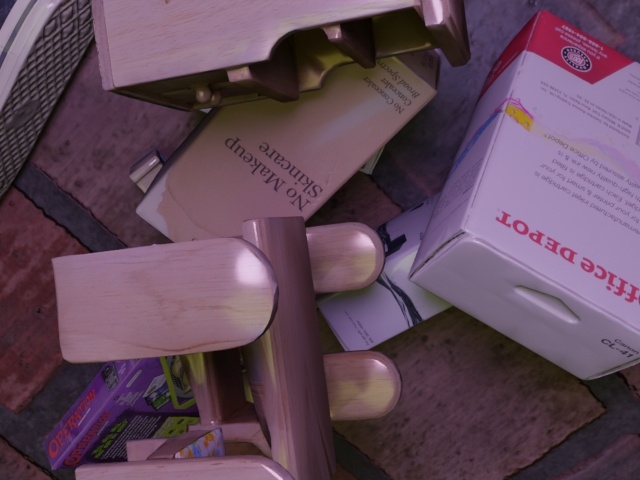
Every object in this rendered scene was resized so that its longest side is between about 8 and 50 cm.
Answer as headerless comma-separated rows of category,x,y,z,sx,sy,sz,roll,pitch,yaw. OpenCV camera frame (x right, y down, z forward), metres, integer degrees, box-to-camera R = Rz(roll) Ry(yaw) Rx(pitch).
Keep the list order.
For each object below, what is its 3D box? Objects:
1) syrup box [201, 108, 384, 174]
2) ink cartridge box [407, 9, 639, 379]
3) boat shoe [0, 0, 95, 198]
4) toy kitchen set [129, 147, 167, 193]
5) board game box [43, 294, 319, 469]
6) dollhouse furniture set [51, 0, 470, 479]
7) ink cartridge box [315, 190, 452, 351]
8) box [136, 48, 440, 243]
syrup box,-0.032,-0.168,0.965,0.237,0.093,0.096,20,114,-1
ink cartridge box,0.250,-0.050,0.860,0.226,0.306,0.131,30,151,-6
boat shoe,-0.437,-0.141,0.987,0.156,0.187,0.500,38,108,2
toy kitchen set,-0.233,0.011,1.072,0.207,0.122,0.166,-41,102,-1
board game box,-0.174,0.168,1.078,0.347,0.208,0.056,-49,57,21
dollhouse furniture set,0.000,0.000,0.659,0.257,0.362,0.394,-7,90,15
ink cartridge box,0.106,0.029,0.996,0.208,0.153,0.087,-30,105,17
box,-0.036,-0.110,0.866,0.148,0.121,0.311,37,120,-14
